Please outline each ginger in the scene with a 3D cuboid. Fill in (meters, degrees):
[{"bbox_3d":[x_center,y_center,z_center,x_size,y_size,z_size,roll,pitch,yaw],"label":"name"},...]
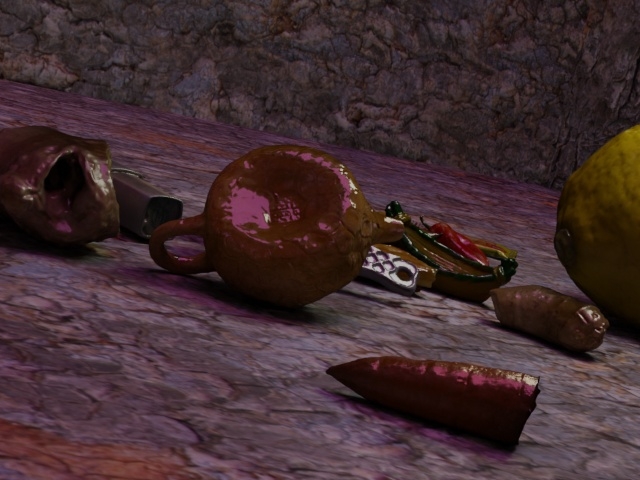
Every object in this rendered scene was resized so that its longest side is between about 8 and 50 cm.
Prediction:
[{"bbox_3d":[-0.351,-0.068,1.785,0.221,0.130,0.275,3,10,-4],"label":"ginger"},{"bbox_3d":[0.311,0.102,1.964,0.190,0.068,0.095,21,5,41],"label":"ginger"}]

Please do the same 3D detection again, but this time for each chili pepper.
[{"bbox_3d":[0.230,0.011,2.492,0.059,0.050,0.191,11,21,-41],"label":"chili pepper"}]

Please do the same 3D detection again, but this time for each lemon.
[{"bbox_3d":[0.540,-0.020,2.265,0.387,0.349,0.350,-8,14,-12],"label":"lemon"}]

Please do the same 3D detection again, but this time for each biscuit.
[{"bbox_3d":[0.222,-0.008,2.688,0.292,0.026,0.048,16,28,10],"label":"biscuit"}]

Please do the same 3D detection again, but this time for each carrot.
[{"bbox_3d":[0.105,0.144,1.390,0.205,0.072,0.072,10,7,12],"label":"carrot"}]

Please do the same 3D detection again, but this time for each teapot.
[{"bbox_3d":[-0.051,0.001,1.763,0.311,0.167,0.203,-9,55,-3],"label":"teapot"}]

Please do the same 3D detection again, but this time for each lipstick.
[{"bbox_3d":[-0.282,-0.064,2.013,0.079,0.077,0.253,7,11,-40],"label":"lipstick"}]

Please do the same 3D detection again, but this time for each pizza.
[{"bbox_3d":[0.092,0.037,2.095,0.175,0.046,0.134,19,10,25],"label":"pizza"}]

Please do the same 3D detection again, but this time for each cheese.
[{"bbox_3d":[0.000,0.000,1.941,0.286,0.082,0.163,23,46,-8],"label":"cheese"}]

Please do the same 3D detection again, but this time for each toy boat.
[{"bbox_3d":[0.183,0.022,2.149,0.230,0.088,0.089,26,19,24],"label":"toy boat"}]

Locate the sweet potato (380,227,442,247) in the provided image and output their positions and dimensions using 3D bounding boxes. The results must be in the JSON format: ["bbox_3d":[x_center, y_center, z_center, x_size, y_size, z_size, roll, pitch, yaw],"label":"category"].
[{"bbox_3d":[0.050,-0.007,2.228,0.270,0.074,0.075,9,9,-4],"label":"sweet potato"}]
